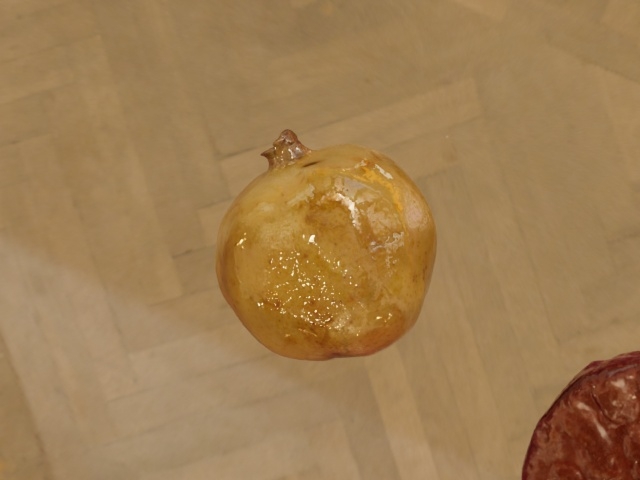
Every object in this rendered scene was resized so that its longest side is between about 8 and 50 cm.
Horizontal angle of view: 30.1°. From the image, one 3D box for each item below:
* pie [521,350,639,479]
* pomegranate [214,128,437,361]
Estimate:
[{"bbox_3d":[0.208,0.152,0.713,0.182,0.049,0.182,8,107,28],"label":"pie"},{"bbox_3d":[0.000,0.000,0.979,0.196,0.196,0.196,1,95,6],"label":"pomegranate"}]
